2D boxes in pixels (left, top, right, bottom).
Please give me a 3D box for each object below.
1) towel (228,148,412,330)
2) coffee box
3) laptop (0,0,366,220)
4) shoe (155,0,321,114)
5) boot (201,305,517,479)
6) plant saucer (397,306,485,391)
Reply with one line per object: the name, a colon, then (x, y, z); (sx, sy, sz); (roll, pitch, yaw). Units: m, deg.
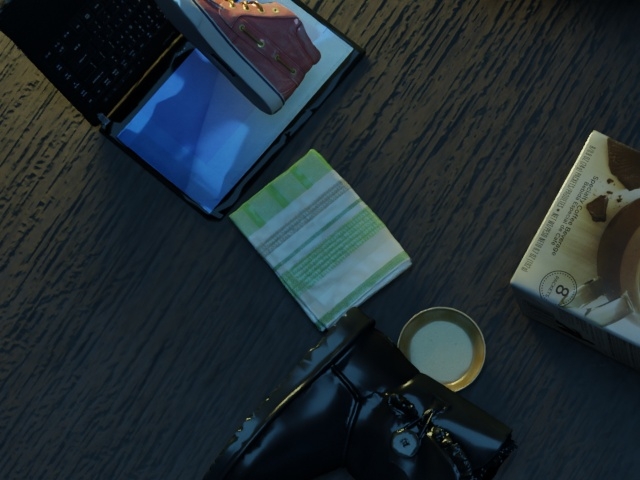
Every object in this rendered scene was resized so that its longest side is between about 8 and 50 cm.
towel: (0.000, 0.000, 1.729); (0.113, 0.023, 0.152); (-38, 75, -9)
coffee box: (0.344, 0.046, 1.620); (0.297, 0.119, 0.168); (26, 80, 19)
laptop: (-0.131, -0.197, 1.723); (0.234, 0.264, 0.136); (-50, 42, -10)
shoe: (-0.079, -0.207, 1.702); (0.178, 0.063, 0.081); (45, 78, -21)
boot: (0.033, 0.210, 1.632); (0.207, 0.094, 0.246); (41, 81, 11)
plant saucer: (0.114, 0.105, 1.695); (0.083, 0.015, 0.083); (-1, 76, 3)
